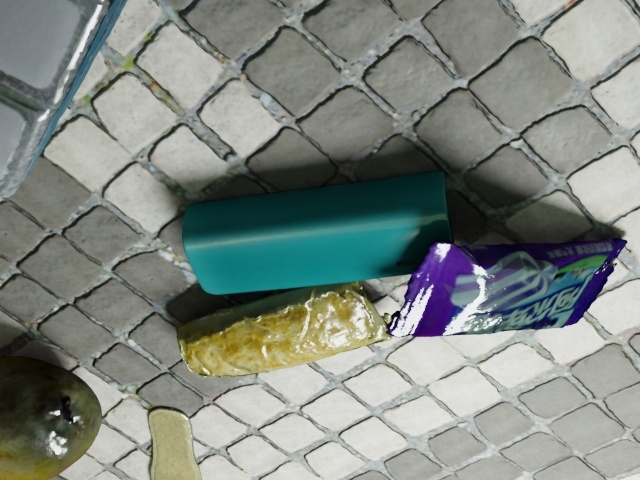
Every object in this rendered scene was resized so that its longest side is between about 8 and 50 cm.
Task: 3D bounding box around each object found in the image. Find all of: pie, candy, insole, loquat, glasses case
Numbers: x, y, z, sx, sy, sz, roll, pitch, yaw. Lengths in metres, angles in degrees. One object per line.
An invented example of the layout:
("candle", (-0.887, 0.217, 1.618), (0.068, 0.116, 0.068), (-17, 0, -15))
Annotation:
("pie", (-0.047, 0.116, 1.090), (0.282, 0.068, 0.129), (-17, 128, 19))
("candy", (0.215, 0.053, 0.983), (0.275, 0.070, 0.145), (0, 134, -21))
("insole", (-0.224, 0.340, 1.328), (0.081, 0.011, 0.248), (5, 129, 3))
("loquat", (-0.407, 0.244, 1.168), (0.227, 0.179, 0.179), (-1, 129, 12))
("glasses case", (0.000, 0.002, 0.994), (0.300, 0.070, 0.117), (-8, 128, 11))

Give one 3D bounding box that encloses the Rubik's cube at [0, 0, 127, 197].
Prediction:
("Rubik's cube", (-0.274, -0.272, 0.645), (0.303, 0.301, 0.305), (26, 128, -16))
